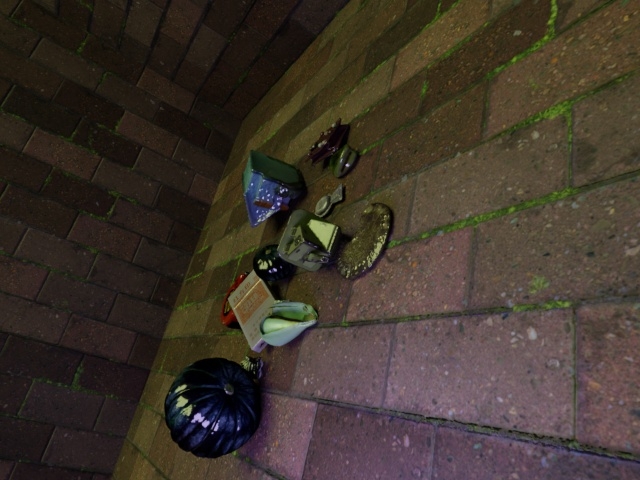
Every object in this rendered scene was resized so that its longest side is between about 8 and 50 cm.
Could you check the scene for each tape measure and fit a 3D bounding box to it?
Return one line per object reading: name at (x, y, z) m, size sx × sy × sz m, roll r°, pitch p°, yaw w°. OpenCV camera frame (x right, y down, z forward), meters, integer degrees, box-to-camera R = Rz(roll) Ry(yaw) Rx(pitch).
tape measure at (-0.407, 0.318, 2.169) m, size 0.260 × 0.114 × 0.253 m, roll -43°, pitch 34°, yaw 43°

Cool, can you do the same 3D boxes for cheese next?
cheese at (0.033, -0.162, 1.849) m, size 0.191 × 0.042 × 0.105 m, roll -38°, pitch 38°, yaw 42°

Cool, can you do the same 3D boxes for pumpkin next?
pumpkin at (-0.396, 0.621, 1.609) m, size 0.266 × 0.363 × 0.363 m, roll -51°, pitch 29°, yaw 24°
pumpkin at (-0.214, 0.100, 1.935) m, size 0.194 × 0.194 × 0.150 m, roll 15°, pitch 119°, yaw 64°

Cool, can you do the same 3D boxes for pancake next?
pancake at (0.147, 0.002, 1.510) m, size 0.286 × 0.033 × 0.289 m, roll -11°, pitch 58°, yaw 61°

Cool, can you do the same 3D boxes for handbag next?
handbag at (0.027, -0.469, 2.052) m, size 0.216 × 0.074 × 0.203 m, roll -23°, pitch 33°, yaw 52°

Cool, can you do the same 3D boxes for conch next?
conch at (-0.130, 0.301, 1.636) m, size 0.251 × 0.137 × 0.144 m, roll -47°, pitch 30°, yaw 31°

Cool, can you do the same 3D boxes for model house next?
model house at (-0.289, -0.232, 2.270) m, size 0.339 × 0.297 × 0.360 m, roll -62°, pitch 24°, yaw 23°
model house at (0.000, 0.000, 1.579) m, size 0.278 × 0.204 × 0.219 m, roll 1°, pitch 69°, yaw 64°

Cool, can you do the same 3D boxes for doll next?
doll at (-0.291, 0.537, 1.812) m, size 0.219 × 0.067 × 0.091 m, roll -26°, pitch 48°, yaw 60°

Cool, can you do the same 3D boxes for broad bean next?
broad bean at (0.094, -0.350, 1.889) m, size 0.153 × 0.072 × 0.206 m, roll -65°, pitch 13°, yaw -8°

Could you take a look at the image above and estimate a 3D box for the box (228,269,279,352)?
box at (-0.281, 0.297, 1.895) m, size 0.205 × 0.051 × 0.365 m, roll -49°, pitch 40°, yaw 5°
